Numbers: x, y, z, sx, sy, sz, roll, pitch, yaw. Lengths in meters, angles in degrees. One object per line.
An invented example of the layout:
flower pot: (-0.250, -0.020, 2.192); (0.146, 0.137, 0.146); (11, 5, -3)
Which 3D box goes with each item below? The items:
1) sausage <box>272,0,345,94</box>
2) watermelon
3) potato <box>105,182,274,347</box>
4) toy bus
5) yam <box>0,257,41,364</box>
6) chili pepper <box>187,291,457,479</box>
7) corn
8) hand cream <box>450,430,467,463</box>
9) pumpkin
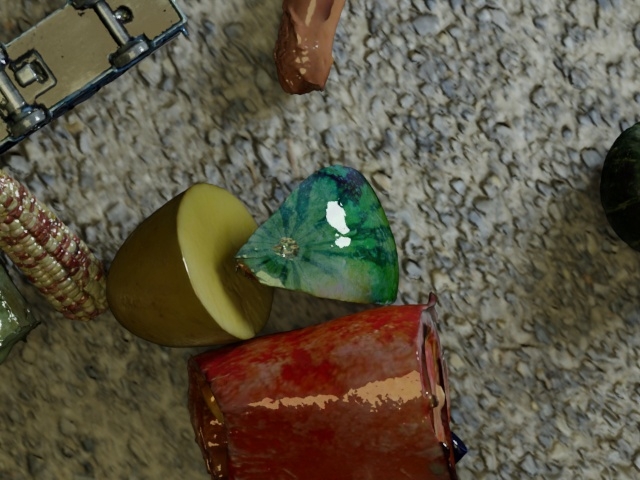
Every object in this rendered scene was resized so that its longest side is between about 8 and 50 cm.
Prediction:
sausage: (0.010, -0.311, 1.934); (0.078, 0.078, 0.304); (17, 94, -5)
watermelon: (0.018, -0.011, 1.904); (0.128, 0.231, 0.146); (14, 94, 28)
potato: (-0.161, 0.044, 1.905); (0.158, 0.203, 0.178); (-21, 135, 27)
toy bus: (-0.292, -0.194, 1.891); (0.297, 0.131, 0.106); (-34, 93, -2)
yam: (-0.456, 0.030, 1.867); (0.195, 0.195, 0.300); (-32, 96, -1)
chili pepper: (0.004, 0.205, 1.878); (0.305, 0.251, 0.229); (-11, 68, 0)
corn: (-0.316, 0.002, 1.885); (0.079, 0.079, 0.237); (-41, 129, 0)
hand cream: (0.105, 0.290, 2.001); (0.163, 0.039, 0.062); (-44, 97, 6)
pumpkin: (0.400, -0.061, 1.951); (0.167, 0.125, 0.167); (0, 92, 7)
